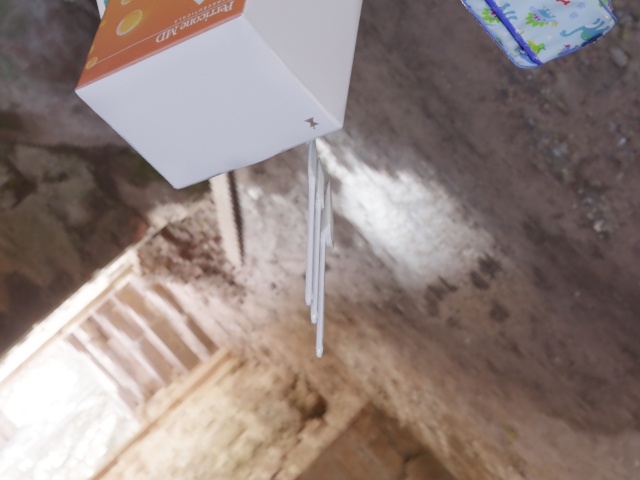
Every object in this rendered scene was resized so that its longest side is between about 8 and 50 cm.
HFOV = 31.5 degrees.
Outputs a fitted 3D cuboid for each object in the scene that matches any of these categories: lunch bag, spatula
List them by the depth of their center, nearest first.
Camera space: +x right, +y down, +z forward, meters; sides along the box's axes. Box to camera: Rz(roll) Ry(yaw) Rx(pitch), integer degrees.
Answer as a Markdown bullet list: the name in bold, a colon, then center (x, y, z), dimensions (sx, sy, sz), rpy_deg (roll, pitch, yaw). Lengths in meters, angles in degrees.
- **spatula**: center (0.000, 0.000, 1.285), dimensions (0.168, 0.019, 0.242), rpy_deg (82, -173, -56)
- **lunch bag**: center (0.303, -0.346, 1.605), dimensions (0.219, 0.176, 0.090), rpy_deg (40, -142, -44)

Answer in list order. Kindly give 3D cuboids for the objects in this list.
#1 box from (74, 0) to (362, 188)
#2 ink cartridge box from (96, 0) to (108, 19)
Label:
- **box**: center (-0.087, -0.258, 1.199), dimensions (0.215, 0.345, 0.168), rpy_deg (-18, 135, 30)
- **ink cartridge box**: center (-0.268, -0.334, 1.784), dimensions (0.134, 0.078, 0.231), rpy_deg (4, -116, -50)
